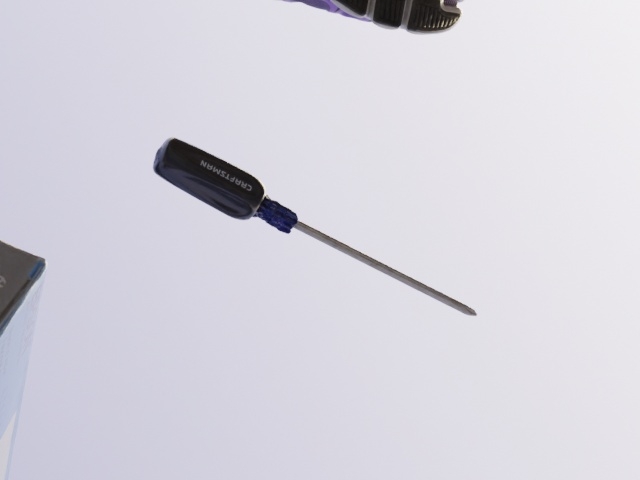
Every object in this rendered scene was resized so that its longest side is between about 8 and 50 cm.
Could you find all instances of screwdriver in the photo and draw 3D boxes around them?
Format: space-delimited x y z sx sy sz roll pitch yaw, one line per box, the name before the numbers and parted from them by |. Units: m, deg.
screwdriver | 0.000 0.000 0.755 0.170 0.024 0.025 30 -149 -11

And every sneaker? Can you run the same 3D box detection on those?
sneaker | 0.000 -0.156 0.918 0.170 0.071 0.068 13 -92 -13

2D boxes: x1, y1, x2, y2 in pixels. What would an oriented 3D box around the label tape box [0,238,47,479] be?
label tape box | -0.327 0.041 0.857 0.348 0.249 0.115 27 -130 6
